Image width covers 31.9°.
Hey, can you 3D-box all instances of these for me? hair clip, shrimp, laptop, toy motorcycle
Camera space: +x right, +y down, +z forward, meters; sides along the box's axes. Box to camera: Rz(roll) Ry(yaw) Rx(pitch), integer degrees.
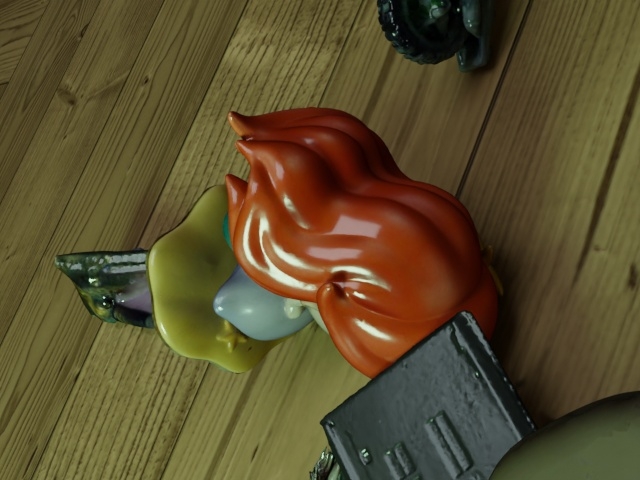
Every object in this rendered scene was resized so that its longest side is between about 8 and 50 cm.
[{"bbox_3d":[-0.136,0.027,1.112,0.358,0.096,0.110,-10,20,39],"label":"hair clip"},{"bbox_3d":[-0.007,0.190,0.831,0.092,0.029,0.038,-55,24,-4],"label":"shrimp"},{"bbox_3d":[0.084,0.156,0.681,0.135,0.016,0.197,-42,58,22],"label":"laptop"},{"bbox_3d":[0.125,-0.271,0.947,0.106,0.159,0.271,-14,69,60],"label":"toy motorcycle"}]

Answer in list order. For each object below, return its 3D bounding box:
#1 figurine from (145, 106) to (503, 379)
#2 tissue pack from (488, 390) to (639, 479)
[{"bbox_3d":[-0.004,0.007,0.821,0.257,0.180,0.208,-12,77,49],"label":"figurine"},{"bbox_3d":[0.109,0.251,0.413,0.387,0.276,0.267,-46,42,21],"label":"tissue pack"}]
